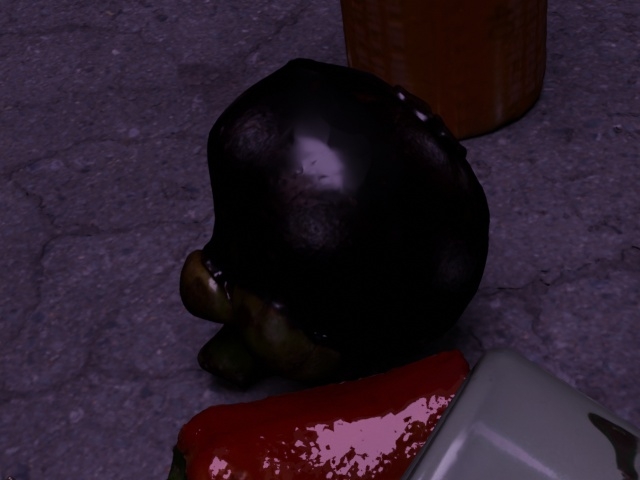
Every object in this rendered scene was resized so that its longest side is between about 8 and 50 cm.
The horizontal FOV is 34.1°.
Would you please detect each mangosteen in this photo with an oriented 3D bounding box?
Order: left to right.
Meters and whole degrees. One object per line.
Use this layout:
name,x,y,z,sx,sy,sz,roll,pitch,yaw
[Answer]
mangosteen,0.004,-0.002,0.885,0.233,0.287,0.287,0,33,-34

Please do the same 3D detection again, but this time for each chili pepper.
chili pepper,-0.044,0.179,0.752,0.338,0.134,0.131,-13,-1,-9

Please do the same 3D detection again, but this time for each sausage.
sausage,0.131,-0.289,1.123,0.233,0.287,0.233,-4,43,4

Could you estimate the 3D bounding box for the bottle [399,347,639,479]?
bottle,0.193,0.224,0.569,0.352,0.229,0.229,31,53,11
